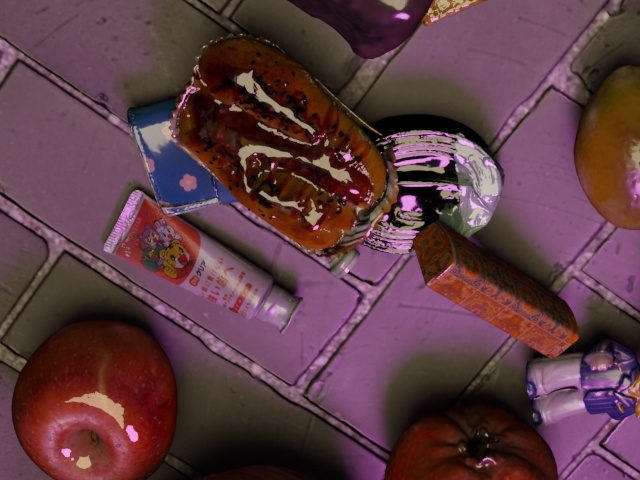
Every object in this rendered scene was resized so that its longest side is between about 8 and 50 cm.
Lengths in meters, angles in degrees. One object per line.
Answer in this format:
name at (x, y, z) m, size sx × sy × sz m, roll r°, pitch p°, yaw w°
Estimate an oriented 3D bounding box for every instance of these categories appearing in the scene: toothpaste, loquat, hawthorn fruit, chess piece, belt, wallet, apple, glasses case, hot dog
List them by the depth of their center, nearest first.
hot dog at (-0.041, -0.099, 1.654) m, size 0.270 × 0.082 × 0.162 m, roll 40°, pitch 107°, yaw -6°
loquat at (0.351, -0.099, 1.677) m, size 0.152 × 0.152 × 0.195 m, roll -16°, pitch 103°, yaw 9°
wallet at (-0.100, -0.109, 1.731) m, size 0.202 × 0.059 × 0.141 m, roll -15°, pitch 112°, yaw 8°
glasses case at (0.199, 0.055, 1.731) m, size 0.218 × 0.075 × 0.049 m, roll 30°, pitch 121°, yaw -35°
belt at (0.108, -0.061, 1.733) m, size 0.198 × 0.078 × 0.151 m, roll -8°, pitch 110°, yaw 4°
chess piece at (0.000, 0.000, 1.784) m, size 0.093 × 0.042 × 0.042 m, roll 42°, pitch 108°, yaw -7°
toothpaste at (-0.133, 0.031, 1.798) m, size 0.234 × 0.057 × 0.089 m, roll 30°, pitch 111°, yaw -1°
apple at (-0.258, 0.189, 1.809) m, size 0.201 × 0.162 × 0.201 m, roll 3°, pitch 123°, yaw 5°
hawthorn fruit at (0.173, 0.326, 1.829) m, size 0.210 × 0.210 × 0.262 m, roll 8°, pitch 126°, yaw -1°

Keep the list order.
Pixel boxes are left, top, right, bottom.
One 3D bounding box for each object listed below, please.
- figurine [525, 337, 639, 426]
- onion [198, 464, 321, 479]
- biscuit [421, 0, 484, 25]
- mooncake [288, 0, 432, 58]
figurine at (0.383, 0.170, 1.798) m, size 0.274 × 0.133 × 0.194 m, roll -29°, pitch 105°, yaw 23°
onion at (-0.086, 0.426, 1.818) m, size 0.353 × 0.354 × 0.354 m, roll 1°, pitch 112°, yaw 2°
biscuit at (0.133, -0.283, 1.673) m, size 0.081 × 0.018 × 0.083 m, roll -24°, pitch 109°, yaw 12°
mooncake at (-0.019, -0.381, 1.535) m, size 0.381 × 0.212 × 0.351 m, roll 29°, pitch 106°, yaw -6°
